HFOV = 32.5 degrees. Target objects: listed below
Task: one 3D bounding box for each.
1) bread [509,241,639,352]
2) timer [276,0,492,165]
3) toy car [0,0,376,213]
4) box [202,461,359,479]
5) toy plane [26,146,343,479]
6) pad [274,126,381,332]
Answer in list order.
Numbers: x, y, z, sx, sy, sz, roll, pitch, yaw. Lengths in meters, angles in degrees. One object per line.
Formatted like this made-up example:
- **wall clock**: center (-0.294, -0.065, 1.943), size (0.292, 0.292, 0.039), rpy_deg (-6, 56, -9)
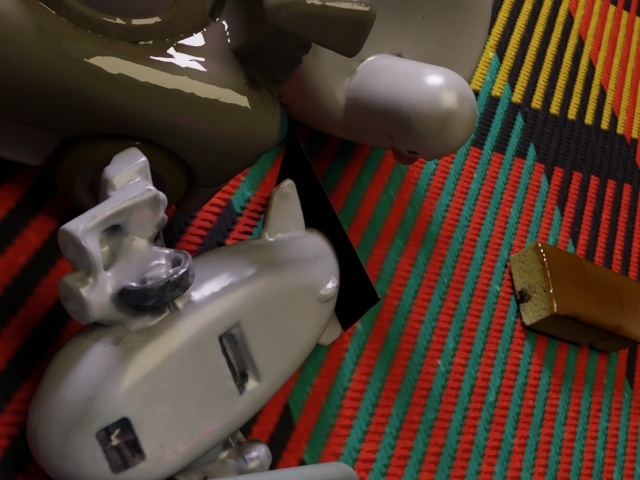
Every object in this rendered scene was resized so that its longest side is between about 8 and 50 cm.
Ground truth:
- **bread**: center (0.285, 0.067, 1.142), size (0.226, 0.049, 0.088), rpy_deg (19, 50, -40)
- **timer**: center (0.055, -0.190, 0.917), size (0.233, 0.240, 0.233), rpy_deg (-15, 114, -36)
- **toy car**: center (-0.161, -0.176, 0.660), size (0.336, 0.226, 0.242), rpy_deg (18, 50, -34)
- **box**: center (-0.085, 0.206, 0.488), size (0.312, 0.175, 0.182), rpy_deg (5, 70, -47)
- **toy plane**: center (-0.077, 0.060, 0.668), size (0.244, 0.117, 0.245), rpy_deg (-9, 103, -44)
- **pad**: center (0.000, 0.000, 0.792), size (0.004, 0.190, 0.127), rpy_deg (-26, 83, -11)
